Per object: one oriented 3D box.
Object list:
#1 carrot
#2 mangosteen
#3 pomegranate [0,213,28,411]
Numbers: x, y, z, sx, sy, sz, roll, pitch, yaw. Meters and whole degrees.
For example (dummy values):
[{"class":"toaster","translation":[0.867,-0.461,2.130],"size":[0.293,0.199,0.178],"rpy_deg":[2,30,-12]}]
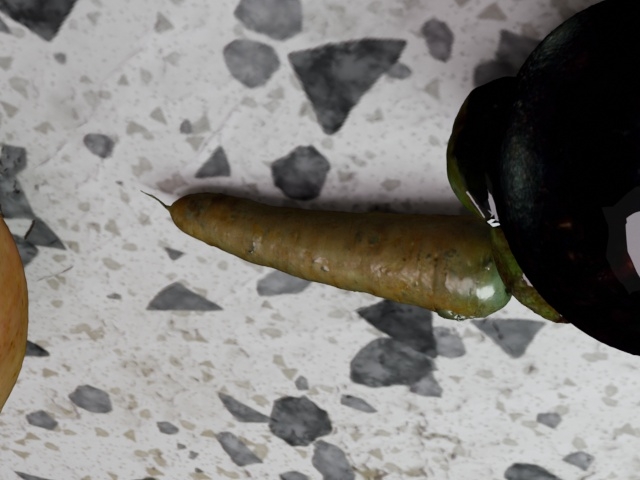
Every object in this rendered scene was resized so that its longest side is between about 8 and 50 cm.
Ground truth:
[{"class":"carrot","translation":[0.000,0.000,0.962],"size":[0.298,0.078,0.078],"rpy_deg":[11,136,15]},{"class":"mangosteen","translation":[0.197,-0.037,0.769],"size":[0.243,0.243,0.243],"rpy_deg":[9,136,9]},{"class":"pomegranate","translation":[-0.394,0.076,0.968],"size":[0.338,0.338,0.338],"rpy_deg":[9,136,9]}]
